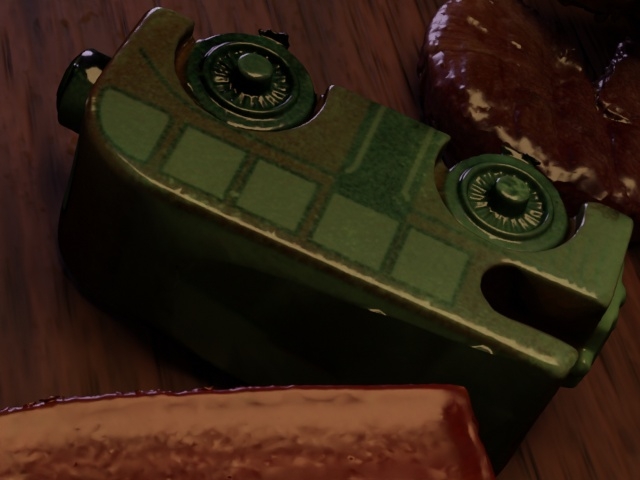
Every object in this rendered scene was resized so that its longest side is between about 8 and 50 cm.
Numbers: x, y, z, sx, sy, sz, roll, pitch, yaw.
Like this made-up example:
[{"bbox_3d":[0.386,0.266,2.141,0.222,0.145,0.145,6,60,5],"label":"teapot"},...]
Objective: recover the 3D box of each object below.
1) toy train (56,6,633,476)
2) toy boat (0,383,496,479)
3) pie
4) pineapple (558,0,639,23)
[{"bbox_3d":[0.000,0.000,0.938,0.326,0.129,0.159,25,47,0],"label":"toy train"},{"bbox_3d":[-0.085,0.150,0.751,0.331,0.133,0.145,-4,52,-14],"label":"toy boat"},{"bbox_3d":[0.164,-0.084,1.157,0.218,0.054,0.204,26,41,-1],"label":"pie"},{"bbox_3d":[0.276,-0.216,1.222,0.310,0.170,0.141,-7,19,-38],"label":"pineapple"}]
